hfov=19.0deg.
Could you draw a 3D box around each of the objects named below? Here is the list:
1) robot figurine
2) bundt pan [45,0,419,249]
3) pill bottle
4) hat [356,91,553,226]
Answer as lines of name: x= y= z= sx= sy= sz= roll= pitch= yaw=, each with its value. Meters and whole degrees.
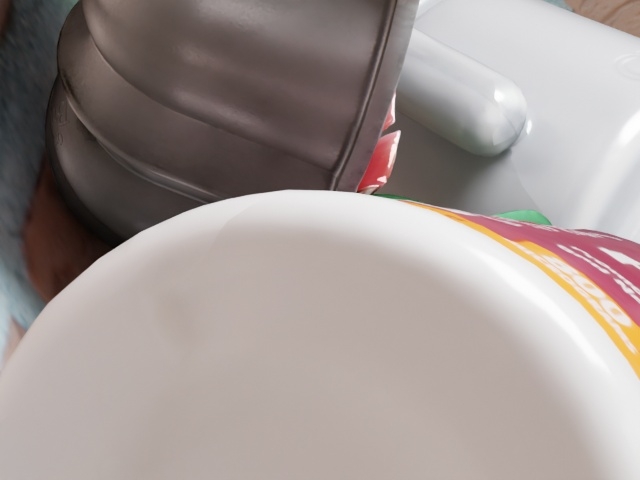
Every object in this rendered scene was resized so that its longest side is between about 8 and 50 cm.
robot figurine: x=0.117 y=-0.034 z=1.096 sx=0.353 sy=0.200 sz=0.300 roll=29 pitch=-10 yaw=39
bundt pan: x=-0.032 y=-0.137 z=0.806 sx=0.124 sy=0.331 sz=0.331 roll=15 pitch=26 yaw=-7
pill bottle: x=0.063 y=0.103 z=0.693 sx=0.224 sy=0.224 sz=0.392 roll=65 pitch=19 yaw=12
hat: x=0.000 y=0.000 z=0.937 sx=0.183 sy=0.208 sz=0.173 roll=42 pitch=-29 yaw=27
